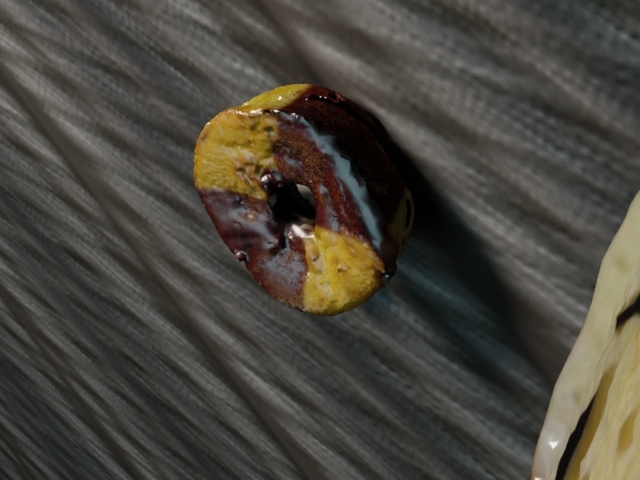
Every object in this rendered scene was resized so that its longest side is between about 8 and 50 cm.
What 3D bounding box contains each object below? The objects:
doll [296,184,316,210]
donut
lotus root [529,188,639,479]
[{"bbox_3d":[-0.005,-0.004,1.038,0.058,0.040,0.085,13,139,38],"label":"doll"},{"bbox_3d":[-0.005,-0.026,0.952,0.140,0.059,0.140,19,129,25],"label":"donut"},{"bbox_3d":[0.141,0.078,0.565,0.111,0.390,0.375,16,105,4],"label":"lotus root"}]
